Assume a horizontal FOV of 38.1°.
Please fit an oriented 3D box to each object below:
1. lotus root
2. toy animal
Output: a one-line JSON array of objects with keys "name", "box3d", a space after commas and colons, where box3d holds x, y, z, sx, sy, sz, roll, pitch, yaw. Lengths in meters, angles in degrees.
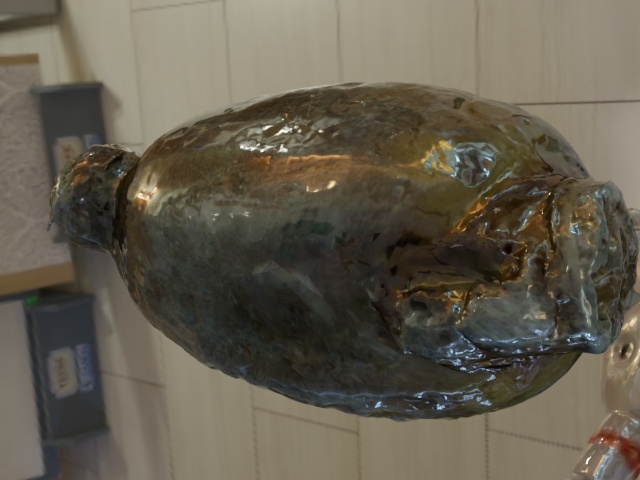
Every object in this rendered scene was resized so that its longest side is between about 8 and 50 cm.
[{"name": "lotus root", "box3d": [0.001, 0.000, 0.507, 0.349, 0.175, 0.175, 10, 106, 35]}, {"name": "toy animal", "box3d": [0.242, 0.070, 0.617, 0.140, 0.282, 0.138, -2, 112, 35]}]
